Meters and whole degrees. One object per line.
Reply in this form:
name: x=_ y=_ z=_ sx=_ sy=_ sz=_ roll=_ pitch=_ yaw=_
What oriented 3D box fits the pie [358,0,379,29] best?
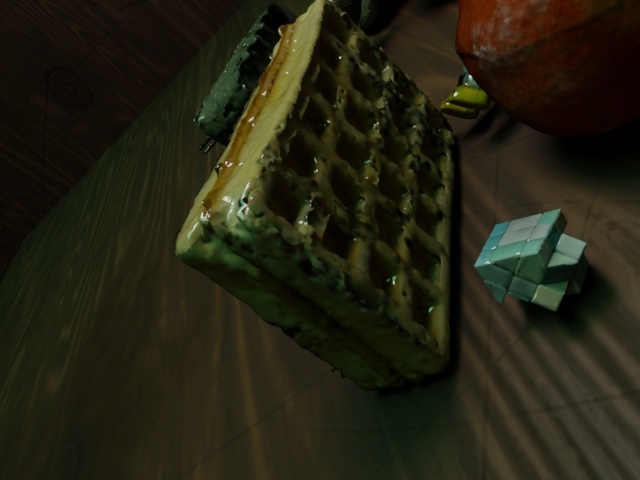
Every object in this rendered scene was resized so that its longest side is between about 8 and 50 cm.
pie: x=0.107 y=-0.549 z=1.186 sx=0.240 sy=0.054 sz=0.240 roll=10 pitch=-90 yaw=-86

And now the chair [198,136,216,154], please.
chair: x=-0.174 y=-0.258 z=1.300 sx=0.212 sy=0.084 sz=0.101 roll=-50 pitch=25 yaw=-2

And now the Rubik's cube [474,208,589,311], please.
Rubik's cube: x=0.181 y=0.023 z=0.475 sx=0.075 sy=0.073 sz=0.084 roll=-42 pitch=19 yaw=-23

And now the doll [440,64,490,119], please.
doll: x=0.231 y=-0.294 z=0.680 sx=0.103 sy=0.145 sz=0.316 roll=24 pitch=91 yaw=25

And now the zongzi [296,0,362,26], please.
zongzi: x=-0.006 y=-0.342 z=1.048 sx=0.300 sy=0.139 sz=0.286 roll=-44 pitch=24 yaw=49

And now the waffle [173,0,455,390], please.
waffle: x=0.023 y=-0.067 z=0.602 sx=0.114 sy=0.261 sz=0.376 roll=-32 pitch=32 yaw=39

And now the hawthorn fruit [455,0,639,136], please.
hawthorn fruit: x=0.244 y=-0.213 z=0.480 sx=0.241 sy=0.242 sz=0.272 roll=-50 pitch=14 yaw=-2

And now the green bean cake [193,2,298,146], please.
green bean cake: x=-0.027 y=-0.185 z=0.830 sx=0.132 sy=0.255 sz=0.241 roll=-40 pitch=29 yaw=35
